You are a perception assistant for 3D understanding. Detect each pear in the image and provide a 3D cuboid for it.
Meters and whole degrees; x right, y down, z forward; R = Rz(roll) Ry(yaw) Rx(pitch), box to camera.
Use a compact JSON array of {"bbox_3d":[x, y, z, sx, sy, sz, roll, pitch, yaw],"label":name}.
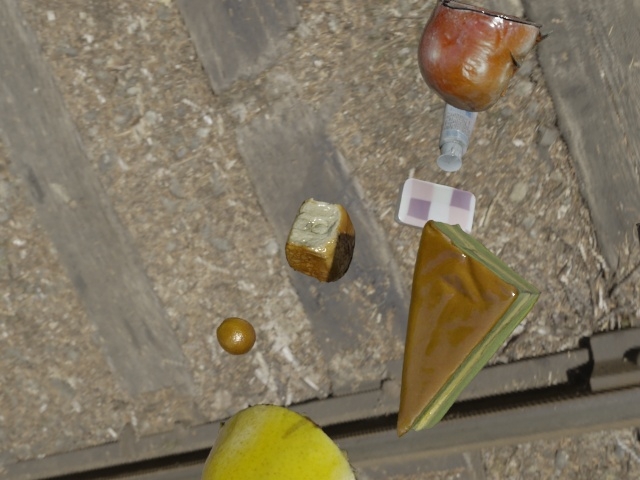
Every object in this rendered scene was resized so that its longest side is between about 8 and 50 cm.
[{"bbox_3d":[-0.092,0.378,1.235,0.267,0.178,0.267,12,112,31],"label":"pear"}]

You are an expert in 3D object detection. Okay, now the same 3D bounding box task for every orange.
[{"bbox_3d":[-0.176,0.199,1.739,0.085,0.085,0.085,7,111,20],"label":"orange"}]

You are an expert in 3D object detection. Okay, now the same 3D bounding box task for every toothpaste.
[{"bbox_3d":[0.288,-0.246,1.738,0.089,0.234,0.057,28,144,-14],"label":"toothpaste"}]

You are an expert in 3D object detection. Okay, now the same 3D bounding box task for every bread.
[{"bbox_3d":[0.082,0.065,0.612,0.084,0.074,0.139,42,108,24],"label":"bread"},{"bbox_3d":[0.002,0.000,1.035,0.077,0.083,0.070,15,148,13],"label":"bread"}]

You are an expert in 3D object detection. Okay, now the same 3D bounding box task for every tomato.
[{"bbox_3d":[0.231,-0.272,1.243,0.181,0.214,0.155,23,111,12],"label":"tomato"}]

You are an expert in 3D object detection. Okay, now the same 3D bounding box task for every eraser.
[{"bbox_3d":[0.157,-0.044,1.144,0.105,0.026,0.065,11,81,-10],"label":"eraser"}]

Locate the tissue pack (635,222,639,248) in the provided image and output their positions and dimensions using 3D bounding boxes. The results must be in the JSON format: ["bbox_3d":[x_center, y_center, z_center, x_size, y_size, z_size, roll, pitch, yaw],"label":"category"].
[{"bbox_3d":[0.767,0.122,1.596,0.259,0.122,0.361,-2,76,-9],"label":"tissue pack"}]
